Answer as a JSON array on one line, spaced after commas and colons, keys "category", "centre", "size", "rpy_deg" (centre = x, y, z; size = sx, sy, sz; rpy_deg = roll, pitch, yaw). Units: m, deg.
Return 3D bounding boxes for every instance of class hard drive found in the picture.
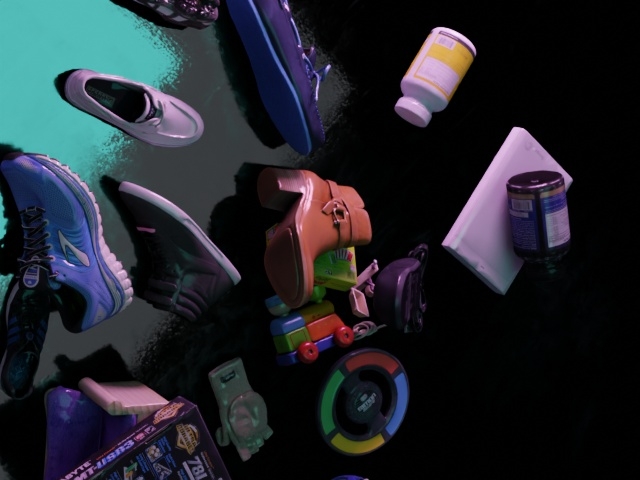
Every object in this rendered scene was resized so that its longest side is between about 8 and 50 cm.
[{"category": "hard drive", "centre": [0.412, -0.063, 2.257], "size": [0.203, 0.040, 0.308], "rpy_deg": [39, 79, -31]}]

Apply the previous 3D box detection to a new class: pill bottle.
[{"category": "pill bottle", "centre": [0.467, -0.030, 2.200], "size": [0.122, 0.122, 0.219], "rpy_deg": [-19, 110, -28]}, {"category": "pill bottle", "centre": [0.223, -0.321, 2.051], "size": [0.103, 0.103, 0.184], "rpy_deg": [36, 80, -32]}]

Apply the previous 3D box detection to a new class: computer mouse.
[{"category": "computer mouse", "centre": [0.154, 0.107, 2.056], "size": [0.272, 0.072, 0.189], "rpy_deg": [-15, 110, -73]}]

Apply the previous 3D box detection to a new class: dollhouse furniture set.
[{"category": "dollhouse furniture set", "centre": [0.104, 0.099, 2.038], "size": [0.091, 0.114, 0.081], "rpy_deg": [30, 120, -32]}]

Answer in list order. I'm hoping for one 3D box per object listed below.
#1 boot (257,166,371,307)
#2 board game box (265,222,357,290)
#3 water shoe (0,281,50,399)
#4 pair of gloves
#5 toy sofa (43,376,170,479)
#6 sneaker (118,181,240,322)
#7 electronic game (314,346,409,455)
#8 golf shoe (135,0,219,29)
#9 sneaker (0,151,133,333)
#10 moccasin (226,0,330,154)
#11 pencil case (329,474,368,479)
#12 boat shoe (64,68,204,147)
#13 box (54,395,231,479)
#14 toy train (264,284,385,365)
[{"category": "boot", "centre": [0.000, 0.000, 1.926], "size": [0.220, 0.109, 0.284], "rpy_deg": [11, 52, -40]}, {"category": "board game box", "centre": [-0.016, 0.033, 1.982], "size": [0.181, 0.043, 0.092], "rpy_deg": [14, 57, -33]}, {"category": "water shoe", "centre": [-0.483, 0.164, 1.720], "size": [0.072, 0.080, 0.203], "rpy_deg": [6, 96, -33]}, {"category": "pair of gloves", "centre": [-0.211, 0.359, 1.951], "size": [0.240, 0.042, 0.204], "rpy_deg": [-35, 112, -24]}, {"category": "toy sofa", "centre": [-0.384, 0.430, 1.793], "size": [0.177, 0.150, 0.363], "rpy_deg": [3, 98, -33]}, {"category": "sneaker", "centre": [-0.273, 0.033, 1.809], "size": [0.147, 0.104, 0.296], "rpy_deg": [-54, 126, -18]}, {"category": "electronic game", "centre": [0.088, 0.332, 2.128], "size": [0.229, 0.048, 0.229], "rpy_deg": [-7, 103, -30]}, {"category": "golf shoe", "centre": [-0.271, -0.408, 1.747], "size": [0.198, 0.094, 0.077], "rpy_deg": [26, 70, -7]}, {"category": "sneaker", "centre": [-0.428, 0.009, 1.676], "size": [0.147, 0.129, 0.330], "rpy_deg": [-45, 121, -41]}, {"category": "moccasin", "centre": [-0.050, -0.325, 1.863], "size": [0.116, 0.137, 0.342], "rpy_deg": [-32, 115, -28]}, {"category": "pencil case", "centre": [0.117, 0.598, 2.154], "size": [0.133, 0.119, 0.306], "rpy_deg": [-44, 121, 2]}, {"category": "boat shoe", "centre": [-0.305, -0.218, 1.754], "size": [0.258, 0.084, 0.095], "rpy_deg": [14, 92, -33]}, {"category": "box", "centre": [-0.284, 0.462, 1.732], "size": [0.293, 0.073, 0.296], "rpy_deg": [-34, 117, -27]}, {"category": "toy train", "centre": [0.010, 0.142, 2.024], "size": [0.248, 0.105, 0.143], "rpy_deg": [-21, 93, -32]}]
